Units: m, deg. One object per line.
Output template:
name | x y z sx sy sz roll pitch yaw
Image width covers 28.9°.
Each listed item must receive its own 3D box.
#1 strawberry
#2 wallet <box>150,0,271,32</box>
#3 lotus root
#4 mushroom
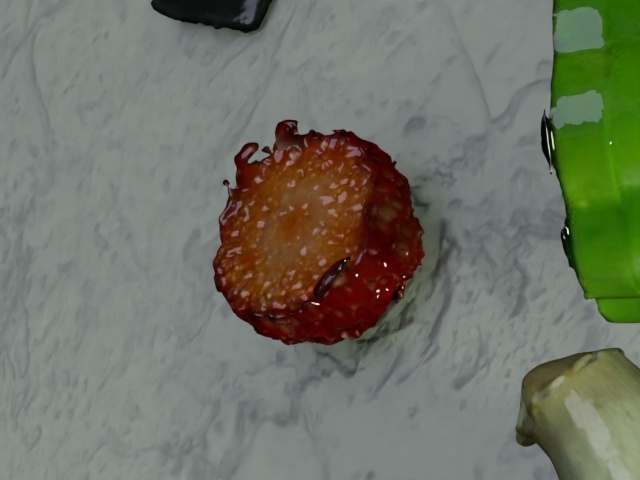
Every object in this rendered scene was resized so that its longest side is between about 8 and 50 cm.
strawberry | 0.000 0.000 0.781 0.145 0.086 0.145 -22 57 38
wallet | -0.042 -0.306 1.032 0.146 0.030 0.285 23 88 47
lotus root | 0.203 -0.054 0.555 0.186 0.186 0.186 -24 54 37
mushroom | 0.165 0.153 0.522 0.099 0.096 0.278 -47 39 18
